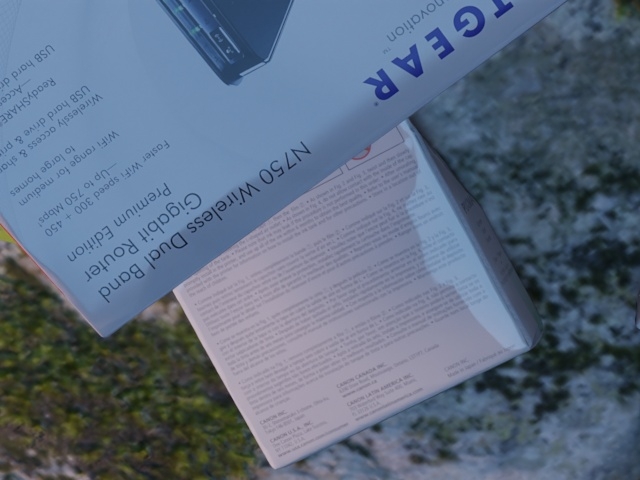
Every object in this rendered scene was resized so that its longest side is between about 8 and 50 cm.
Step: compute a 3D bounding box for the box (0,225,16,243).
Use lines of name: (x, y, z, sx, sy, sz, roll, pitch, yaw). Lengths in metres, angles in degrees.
box: (-0.176, -0.086, 1.029, 0.109, 0.042, 0.178, 13, 116, -4)

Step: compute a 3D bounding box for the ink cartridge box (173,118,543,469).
ink cartridge box: (0.000, 0.000, 1.071, 0.181, 0.056, 0.225, -27, 94, 18)

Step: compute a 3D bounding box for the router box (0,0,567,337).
router box: (-0.074, -0.165, 0.925, 0.335, 0.082, 0.301, -37, 110, 9)

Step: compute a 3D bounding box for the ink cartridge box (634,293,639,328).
ink cartridge box: (0.322, 0.012, 1.041, 0.206, 0.045, 0.208, 28, 118, -10)
